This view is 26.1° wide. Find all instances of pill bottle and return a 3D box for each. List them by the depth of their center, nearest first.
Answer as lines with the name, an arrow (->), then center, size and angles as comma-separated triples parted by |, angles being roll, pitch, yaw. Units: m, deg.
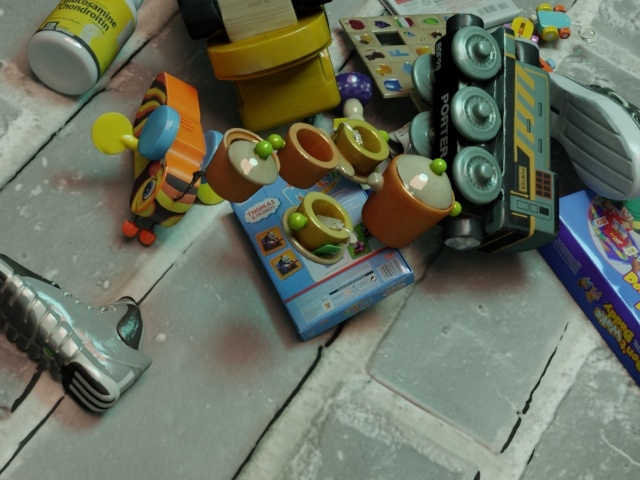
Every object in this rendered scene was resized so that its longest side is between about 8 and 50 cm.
pill bottle -> -0.310, -0.289, 1.858 | 0.103, 0.103, 0.184 | 26, 51, 1

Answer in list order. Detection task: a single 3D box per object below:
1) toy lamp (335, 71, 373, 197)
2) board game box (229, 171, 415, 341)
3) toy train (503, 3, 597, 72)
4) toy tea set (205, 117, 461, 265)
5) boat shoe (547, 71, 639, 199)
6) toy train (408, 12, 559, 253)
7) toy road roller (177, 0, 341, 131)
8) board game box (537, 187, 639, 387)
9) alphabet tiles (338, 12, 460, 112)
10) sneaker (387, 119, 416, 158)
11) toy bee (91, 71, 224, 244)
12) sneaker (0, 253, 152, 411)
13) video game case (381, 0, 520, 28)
toy lamp -> 0.057, -0.105, 1.860 | 0.080, 0.080, 0.275 | 2, 55, -17
board game box -> 0.000, 0.000, 1.746 | 0.160, 0.039, 0.211 | -28, 65, -3
toy train -> 0.343, -0.296, 2.122 | 0.166, 0.046, 0.125 | -36, 73, -32
toy tea set -> 0.026, -0.083, 1.624 | 0.336, 0.124, 0.200 | -13, 61, -51
boat shoe -> 0.403, -0.160, 1.925 | 0.119, 0.121, 0.335 | -1, 29, -16
toy train -> 0.224, -0.137, 1.836 | 0.190, 0.142, 0.334 | 14, 66, -28
toy road roller -> -0.074, -0.296, 1.893 | 0.202, 0.241, 0.329 | -15, 22, 4
board game box -> 0.477, 0.068, 1.870 | 0.233, 0.078, 0.347 | -19, 62, -29
alphabet tiles -> 0.156, -0.259, 1.992 | 0.198, 0.009, 0.237 | -6, 43, -19
sneaker -> 0.137, -0.148, 1.927 | 0.083, 0.071, 0.191 | 18, 50, 3
toy bee -> -0.204, -0.087, 1.726 | 0.195, 0.162, 0.298 | 35, 18, -10
sneaker -> -0.287, 0.085, 1.610 | 0.229, 0.086, 0.132 | 47, 49, 6
video game case -> 0.183, -0.390, 2.152 | 0.201, 0.023, 0.183 | -21, 64, -29
